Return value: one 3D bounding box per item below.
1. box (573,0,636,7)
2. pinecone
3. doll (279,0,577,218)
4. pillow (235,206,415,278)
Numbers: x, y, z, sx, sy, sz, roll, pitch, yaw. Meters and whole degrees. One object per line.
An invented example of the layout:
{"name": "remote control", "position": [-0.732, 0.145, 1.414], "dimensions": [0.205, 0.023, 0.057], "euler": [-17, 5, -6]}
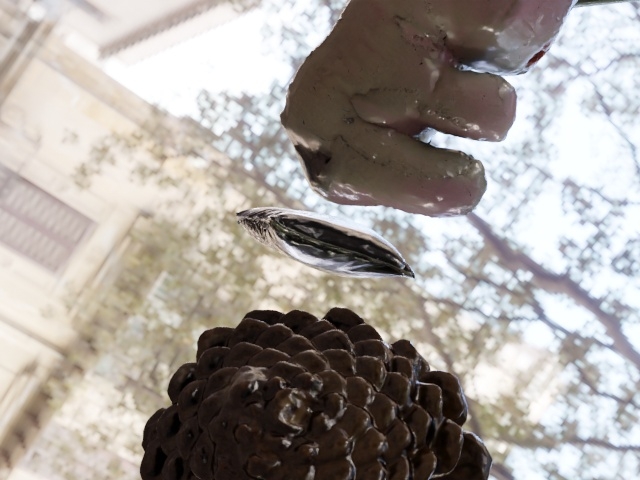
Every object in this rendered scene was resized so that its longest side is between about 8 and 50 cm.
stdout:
{"name": "box", "position": [0.249, -0.320, 1.213], "dimensions": [0.225, 0.225, 0.117], "euler": [-4, -109, 12]}
{"name": "pinecone", "position": [0.008, 0.187, 0.923], "dimensions": [0.246, 0.292, 0.246], "euler": [-8, -123, 12]}
{"name": "doll", "position": [0.053, -0.101, 0.624], "dimensions": [0.192, 0.095, 0.149], "euler": [-58, -160, 6]}
{"name": "pillow", "position": [0.000, 0.000, 1.232], "dimensions": [0.208, 0.141, 0.055], "euler": [-160, -92, -78]}
